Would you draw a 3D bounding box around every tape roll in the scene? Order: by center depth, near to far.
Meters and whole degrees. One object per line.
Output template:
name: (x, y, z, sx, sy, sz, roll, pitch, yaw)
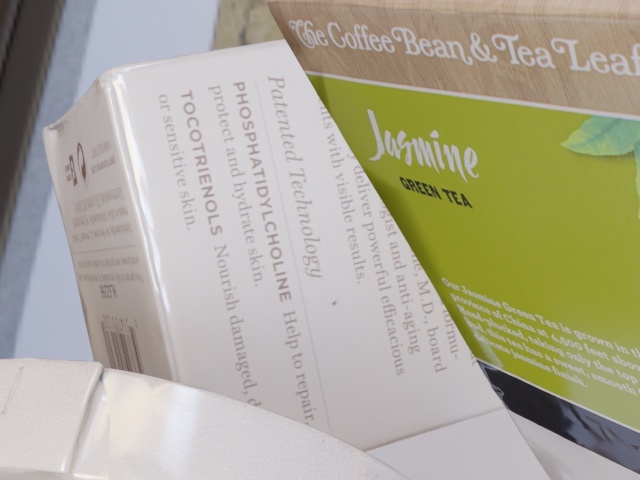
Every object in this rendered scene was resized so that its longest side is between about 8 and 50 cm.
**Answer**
tape roll: (-0.099, 0.198, 0.796, 0.392, 0.392, 0.072, 73, 28, -57)

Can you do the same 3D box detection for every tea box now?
tea box: (0.218, -0.063, 0.488, 0.329, 0.220, 0.323, -42, 120, -18)

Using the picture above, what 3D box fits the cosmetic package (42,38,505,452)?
cosmetic package: (0.000, 0.000, 1.042, 0.329, 0.394, 0.327, 172, -96, -68)
